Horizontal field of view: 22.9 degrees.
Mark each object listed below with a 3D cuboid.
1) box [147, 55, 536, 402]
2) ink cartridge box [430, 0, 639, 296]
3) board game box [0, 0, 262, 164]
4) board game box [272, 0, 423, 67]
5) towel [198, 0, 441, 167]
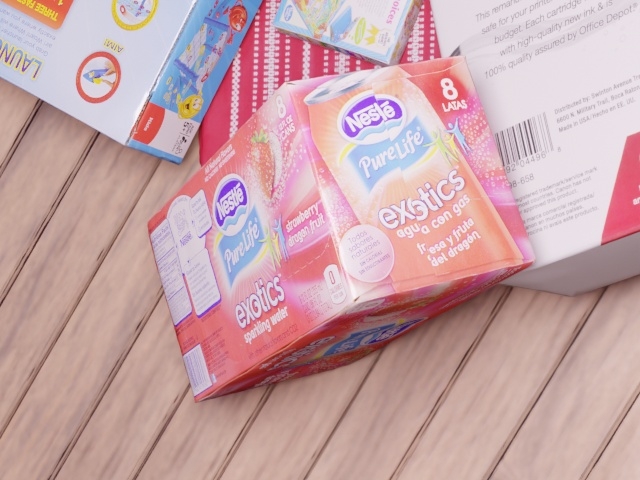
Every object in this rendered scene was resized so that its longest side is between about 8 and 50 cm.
[{"bbox_3d":[0.000,0.000,1.116,0.142,0.300,0.154,-12,77,-27],"label":"box"},{"bbox_3d":[0.196,-0.121,1.091,0.197,0.114,0.272,-22,70,36],"label":"ink cartridge box"},{"bbox_3d":[-0.181,-0.263,1.296,0.308,0.086,0.302,30,95,26],"label":"board game box"},{"bbox_3d":[0.038,-0.222,1.243,0.103,0.026,0.154,21,88,18],"label":"board game box"},{"bbox_3d":[0.030,-0.150,1.265,0.275,0.031,0.198,-1,83,16],"label":"towel"}]
